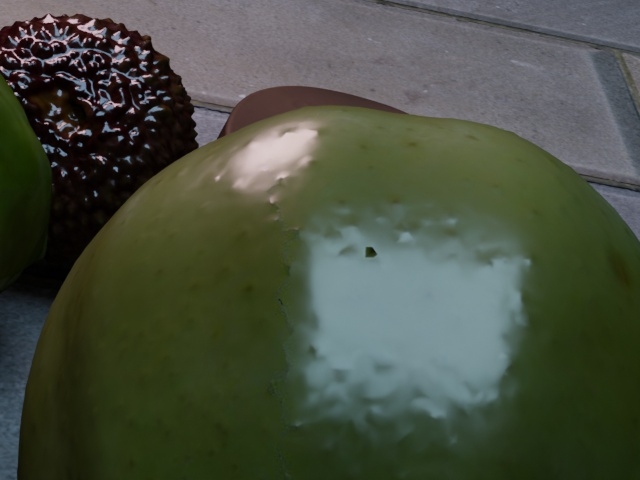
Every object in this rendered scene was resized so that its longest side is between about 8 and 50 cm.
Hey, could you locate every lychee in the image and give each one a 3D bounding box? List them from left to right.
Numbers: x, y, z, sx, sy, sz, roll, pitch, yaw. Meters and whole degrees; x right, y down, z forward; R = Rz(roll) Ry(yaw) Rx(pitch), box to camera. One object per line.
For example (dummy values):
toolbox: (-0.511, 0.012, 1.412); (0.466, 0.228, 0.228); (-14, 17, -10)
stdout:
lychee: (-0.245, -0.092, 1.604); (0.271, 0.271, 0.271); (11, 30, -6)

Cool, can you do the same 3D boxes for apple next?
apple: (0.023, 0.150, 1.096); (0.474, 0.473, 0.473); (11, 30, -6)

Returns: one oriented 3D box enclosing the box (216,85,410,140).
box: (0.000, 0.000, 1.565); (0.301, 0.216, 0.301); (12, 28, -6)

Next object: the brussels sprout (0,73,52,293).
brussels sprout: (-0.382, -0.041, 1.393); (0.328, 0.328, 0.247); (20, 9, 9)
